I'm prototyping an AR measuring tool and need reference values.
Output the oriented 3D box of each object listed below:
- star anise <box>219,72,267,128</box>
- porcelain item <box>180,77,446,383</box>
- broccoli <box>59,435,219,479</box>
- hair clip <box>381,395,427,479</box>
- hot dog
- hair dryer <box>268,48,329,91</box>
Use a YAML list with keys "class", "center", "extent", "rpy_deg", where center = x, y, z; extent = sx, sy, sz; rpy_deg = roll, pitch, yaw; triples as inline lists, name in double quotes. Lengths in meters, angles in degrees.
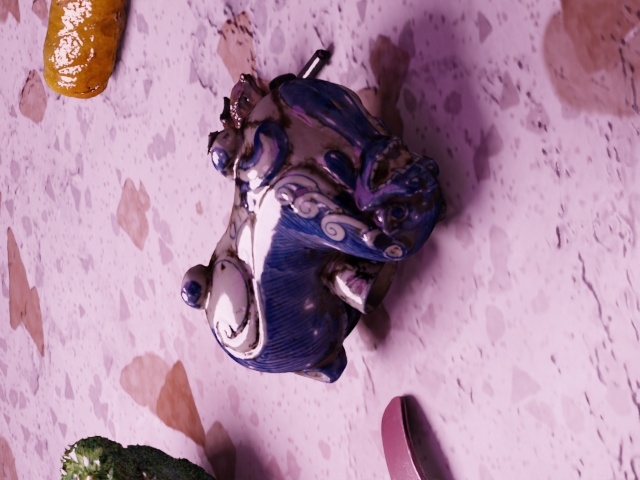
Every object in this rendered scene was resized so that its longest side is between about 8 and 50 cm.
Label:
- class: "star anise"
  center: [-0.051, -0.080, 1.650]
  extent: [0.124, 0.056, 0.129]
  rpy_deg: [148, 100, -77]
- class: "porcelain item"
  center: [0.000, 0.000, 1.528]
  extent: [0.186, 0.138, 0.288]
  rpy_deg: [31, 132, 19]
- class: "broccoli"
  center: [-0.184, 0.346, 1.836]
  extent: [0.308, 0.275, 0.308]
  rpy_deg: [25, 137, 25]
- class: "hair clip"
  center: [0.079, 0.196, 1.552]
  extent: [0.137, 0.022, 0.054]
  rpy_deg: [67, 152, 20]
- class: "hot dog"
  center: [-0.234, -0.264, 1.880]
  extent: [0.061, 0.088, 0.286]
  rpy_deg: [-83, 2, -54]
- class: "hair dryer"
  center: [-0.012, -0.137, 1.603]
  extent: [0.083, 0.026, 0.047]
  rpy_deg: [-49, 59, 46]
